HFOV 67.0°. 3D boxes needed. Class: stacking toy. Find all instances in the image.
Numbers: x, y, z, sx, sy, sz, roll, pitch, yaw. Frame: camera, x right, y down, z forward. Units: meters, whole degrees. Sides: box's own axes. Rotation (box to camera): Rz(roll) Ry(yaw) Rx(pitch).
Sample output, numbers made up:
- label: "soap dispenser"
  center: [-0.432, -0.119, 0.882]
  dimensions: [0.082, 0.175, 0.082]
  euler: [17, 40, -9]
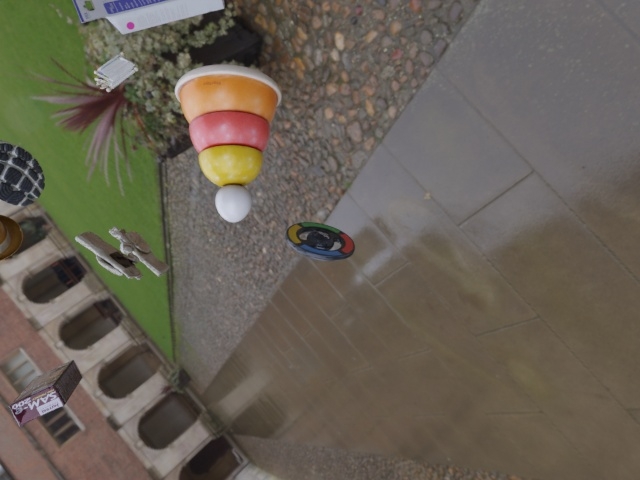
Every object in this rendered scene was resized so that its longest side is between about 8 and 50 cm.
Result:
- label: "stacking toy"
  center: [-0.303, -0.295, 1.598]
  dimensions: [0.351, 0.351, 0.479]
  euler: [161, 110, -63]

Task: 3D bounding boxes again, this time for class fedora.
- label: "fedora"
  center: [-0.915, -0.023, 1.310]
  dimensions: [0.194, 0.194, 0.079]
  euler: [41, 138, 21]

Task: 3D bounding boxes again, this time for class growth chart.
- label: "growth chart"
  center: [-0.819, -0.670, 1.918]
  dimensions: [0.237, 0.172, 0.021]
  euler: [43, 168, 40]

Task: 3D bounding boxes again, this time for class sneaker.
- label: "sneaker"
  center: [-0.642, -0.164, 0.903]
  dimensions: [0.110, 0.107, 0.275]
  euler: [21, 163, 31]

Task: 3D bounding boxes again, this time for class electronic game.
- label: "electronic game"
  center: [0.000, 0.000, 1.558]
  dimensions: [0.229, 0.229, 0.048]
  euler: [33, 121, 34]

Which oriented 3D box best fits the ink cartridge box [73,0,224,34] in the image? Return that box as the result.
- label: "ink cartridge box"
  center: [-0.467, -0.651, 1.319]
  dimensions: [0.175, 0.371, 0.069]
  euler: [56, 159, 36]

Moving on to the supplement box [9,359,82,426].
- label: "supplement box"
  center: [-0.821, 0.453, 1.463]
  dimensions: [0.073, 0.130, 0.239]
  euler: [67, 167, -10]

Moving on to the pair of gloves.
- label: "pair of gloves"
  center: [-0.556, 0.032, 1.395]
  dimensions: [0.204, 0.042, 0.240]
  euler: [42, -168, 5]
